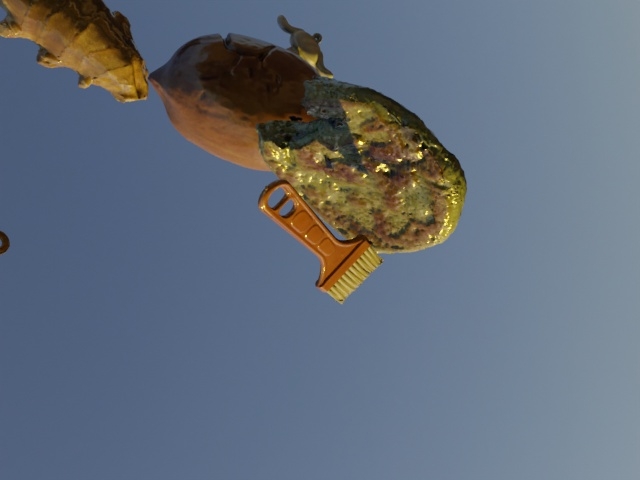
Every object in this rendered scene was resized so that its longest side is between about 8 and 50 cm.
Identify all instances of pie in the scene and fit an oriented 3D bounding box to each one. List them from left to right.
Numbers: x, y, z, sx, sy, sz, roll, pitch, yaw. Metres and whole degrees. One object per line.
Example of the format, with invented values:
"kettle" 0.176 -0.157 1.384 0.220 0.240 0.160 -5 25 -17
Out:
"pie" 0.055 -0.092 1.253 0.302 0.303 0.067 59 -135 -34

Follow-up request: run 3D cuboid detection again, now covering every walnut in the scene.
"walnut" -0.124 -0.220 1.453 0.203 0.298 0.203 -164 90 -86

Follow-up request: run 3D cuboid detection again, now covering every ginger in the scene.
"ginger" -0.258 -0.223 0.964 0.115 0.081 0.205 -42 -72 -48

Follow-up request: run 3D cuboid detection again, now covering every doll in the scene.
"doll" -0.047 -0.331 1.633 0.071 0.113 0.135 -167 61 -84

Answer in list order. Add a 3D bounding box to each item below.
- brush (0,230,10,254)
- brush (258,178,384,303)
"brush" -0.546 -0.036 1.232 0.272 0.013 0.103 21 -129 -22
"brush" 0.000 0.000 1.107 0.090 0.017 0.314 -48 -30 -2
